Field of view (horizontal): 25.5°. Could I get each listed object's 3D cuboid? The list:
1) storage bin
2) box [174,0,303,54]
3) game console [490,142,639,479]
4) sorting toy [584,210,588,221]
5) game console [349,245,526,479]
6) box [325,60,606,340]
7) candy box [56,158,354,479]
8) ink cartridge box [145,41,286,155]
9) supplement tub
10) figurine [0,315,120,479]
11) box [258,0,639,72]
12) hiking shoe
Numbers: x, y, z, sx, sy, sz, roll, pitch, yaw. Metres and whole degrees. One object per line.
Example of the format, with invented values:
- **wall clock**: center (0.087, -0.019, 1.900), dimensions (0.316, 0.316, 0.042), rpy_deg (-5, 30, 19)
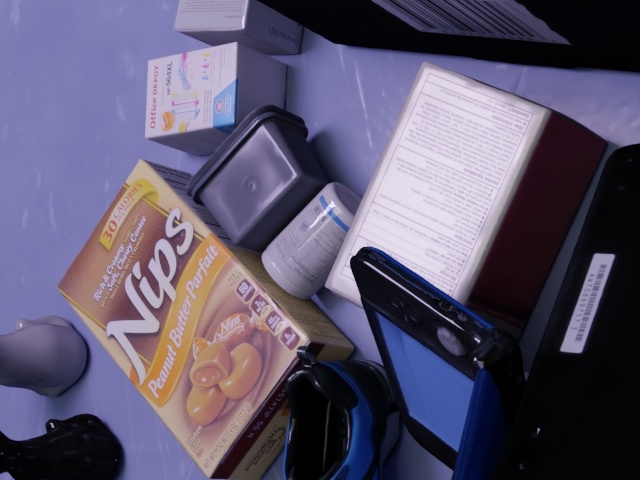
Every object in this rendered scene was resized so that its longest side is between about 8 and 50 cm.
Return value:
- **storage bin**: center (-0.055, -0.054, 1.457), dimensions (0.135, 0.098, 0.091), rpy_deg (-45, 57, 19)
- **box**: center (-0.083, -0.253, 1.519), dimensions (0.102, 0.101, 0.087), rpy_deg (6, 84, 36)
- **game console**: center (0.335, 0.069, 1.042), dimensions (0.341, 0.060, 0.387), rpy_deg (1, 46, 30)
- **sorting toy**: center (0.280, 0.045, 1.229), dimensions (0.132, 0.046, 0.275), rpy_deg (0, 81, 36)
- **game console**: center (0.091, 0.192, 1.156), dimensions (0.173, 0.293, 0.250), rpy_deg (-41, 51, -19)
- **box**: center (0.134, -0.024, 1.298), dimensions (0.148, 0.126, 0.232), rpy_deg (28, 97, 36)
- **candy box**: center (-0.129, 0.080, 1.489), dimensions (0.316, 0.087, 0.183), rpy_deg (45, 106, 33)
- **ink cartridge box**: center (-0.120, -0.149, 1.531), dimensions (0.143, 0.090, 0.092), rpy_deg (-6, 77, 34)
- **supplement tub**: center (0.000, 0.000, 1.424), dimensions (0.107, 0.071, 0.071), rpy_deg (-46, 58, 20)
- **figurine**: center (-0.339, 0.172, 1.544), dimensions (0.092, 0.209, 0.215), rpy_deg (-36, 61, 24)
- **box**: center (0.174, -0.422, 1.258), dimensions (0.479, 0.297, 0.472), rpy_deg (11, 84, 37)
- **hiking shoe**: center (0.011, 0.258, 1.322), dimensions (0.113, 0.132, 0.304), rpy_deg (-16, 71, 32)
